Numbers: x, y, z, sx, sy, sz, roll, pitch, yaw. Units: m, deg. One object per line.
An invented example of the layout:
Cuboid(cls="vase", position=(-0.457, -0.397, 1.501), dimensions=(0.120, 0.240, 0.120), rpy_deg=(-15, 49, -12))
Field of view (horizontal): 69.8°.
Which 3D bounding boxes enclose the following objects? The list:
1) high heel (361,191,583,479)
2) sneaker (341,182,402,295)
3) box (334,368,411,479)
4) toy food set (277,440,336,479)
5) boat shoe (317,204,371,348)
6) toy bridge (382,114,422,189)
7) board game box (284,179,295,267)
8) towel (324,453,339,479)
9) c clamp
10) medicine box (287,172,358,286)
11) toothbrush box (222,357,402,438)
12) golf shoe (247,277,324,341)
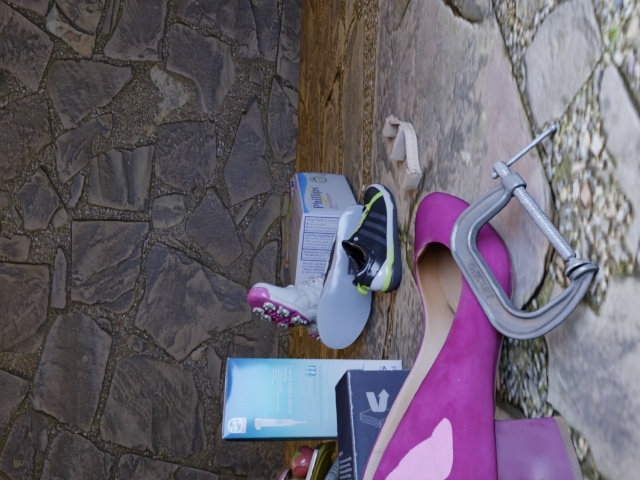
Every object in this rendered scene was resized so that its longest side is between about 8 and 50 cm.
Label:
Cuboid(cls="high heel", position=(0.101, 0.079, 0.460), dimensions=(0.377, 0.181, 0.127), rpy_deg=(-97, 13, -46))
Cuboid(cls="sneaker", position=(0.087, -0.011, 0.842), dimensions=(0.084, 0.097, 0.235), rpy_deg=(106, 163, -55))
Cuboid(cls="box", position=(0.102, 0.229, 0.506), dimensions=(0.093, 0.155, 0.158), rpy_deg=(106, 164, -60))
Cuboid(cls="toy food set", position=(-0.029, 0.419, 0.821), dimensions=(0.218, 0.071, 0.128), rpy_deg=(58, -135, -64))
Cuboid(cls="boat shoe", position=(0.053, 0.077, 1.002), dimensions=(0.105, 0.113, 0.306), rpy_deg=(130, 145, -86))
Cuboid(cls="toy bridge", position=(0.139, -0.167, 0.781), dimensions=(0.188, 0.026, 0.063), rpy_deg=(-97, 16, -47))
Cuboid(cls="board game box", position=(-0.036, -0.045, 1.482), dimensions=(0.275, 0.144, 0.142), rpy_deg=(102, 166, -49))
Cuboid(cls="towel", position=(0.026, 0.560, 0.847), dimensions=(0.324, 0.056, 0.312), rpy_deg=(-25, -60, -72))
Cuboid(cls="c clamp", position=(0.174, -0.003, 0.393), dimensions=(0.137, 0.022, 0.161), rpy_deg=(-41, 48, 33))
Cuboid(cls="medicine box", position=(0.000, 0.000, 1.227), dimensions=(0.263, 0.149, 0.289), rpy_deg=(-103, 18, -60))
Cuboid(cls="toothbrush box", position=(-0.020, 0.291, 0.820), dimensions=(0.216, 0.295, 0.126), rpy_deg=(109, 163, -64))
Cuboid(cls="golf shoe", position=(-0.034, 0.139, 1.049), dimensions=(0.115, 0.306, 0.140), rpy_deg=(-17, 55, 42))
